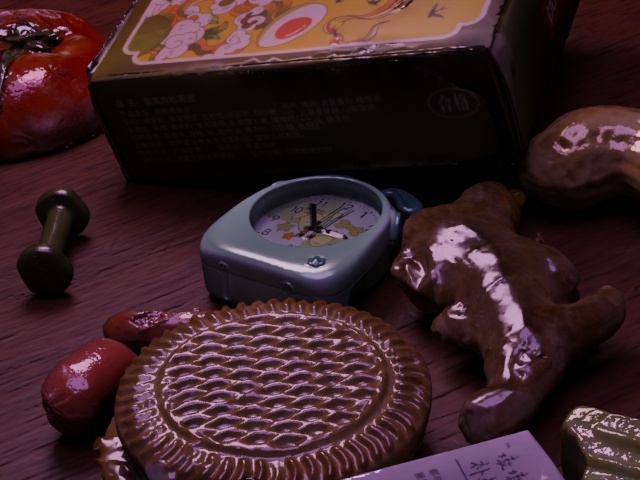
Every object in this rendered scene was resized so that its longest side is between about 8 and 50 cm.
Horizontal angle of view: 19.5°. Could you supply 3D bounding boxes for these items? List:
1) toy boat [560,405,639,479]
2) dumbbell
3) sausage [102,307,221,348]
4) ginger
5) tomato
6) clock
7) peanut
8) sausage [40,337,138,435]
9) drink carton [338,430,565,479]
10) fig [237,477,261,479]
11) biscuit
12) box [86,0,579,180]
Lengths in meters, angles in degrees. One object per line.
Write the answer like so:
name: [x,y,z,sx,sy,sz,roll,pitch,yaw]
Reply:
toy boat: [0.272,0.196,1.211,0.276,0.111,0.084,18,44,28]
dumbbell: [-0.239,0.000,1.665,0.046,0.052,0.118,-23,28,17]
sausage: [-0.106,0.074,1.544,0.158,0.042,0.036,-2,70,10]
ginger: [0.150,0.037,1.516,0.166,0.080,0.333,-17,29,-4]
tomato: [-0.313,-0.178,1.920,0.228,0.101,0.228,-2,31,1]
clock: [0.000,-0.001,1.619,0.148,0.060,0.188,17,38,33]
peanut: [0.288,-0.069,1.650,0.229,0.098,0.103,4,6,20]
sausage: [-0.182,0.115,1.464,0.054,0.059,0.094,32,42,15]
drink carton: [0.066,0.222,1.216,0.222,0.101,0.134,-14,31,-12]
fig: [-0.117,0.232,1.129,0.235,0.203,0.203,-27,36,-13]
biscuit: [-0.042,0.136,1.390,0.259,0.079,0.259,-3,32,2]
box: [0.031,-0.225,1.803,0.420,0.138,0.373,-2,39,25]
